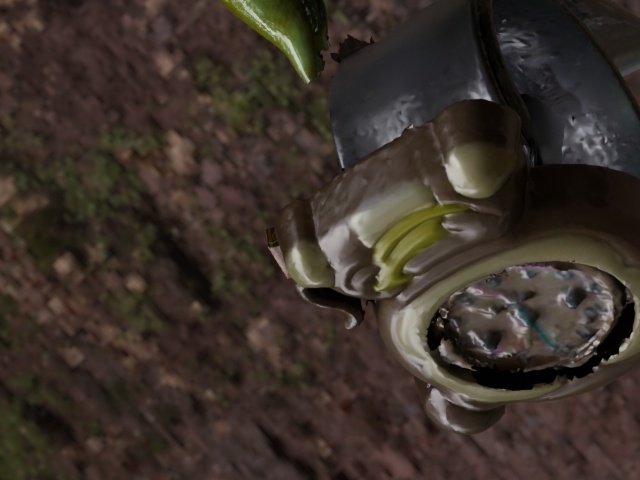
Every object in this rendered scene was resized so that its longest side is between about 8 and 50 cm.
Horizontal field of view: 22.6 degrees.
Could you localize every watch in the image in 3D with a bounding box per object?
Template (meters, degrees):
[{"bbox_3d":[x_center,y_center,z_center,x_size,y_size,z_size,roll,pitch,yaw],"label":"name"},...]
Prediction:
[{"bbox_3d":[0.140,-0.067,1.286,0.335,0.314,0.327,33,-142,-35],"label":"watch"}]

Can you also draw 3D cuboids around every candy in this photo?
[{"bbox_3d":[0.236,-0.211,1.582,0.174,0.138,0.071,44,147,39],"label":"candy"}]

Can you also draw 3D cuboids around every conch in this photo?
[{"bbox_3d":[-0.051,-0.211,1.200,0.201,0.079,0.095,54,-145,-5],"label":"conch"}]

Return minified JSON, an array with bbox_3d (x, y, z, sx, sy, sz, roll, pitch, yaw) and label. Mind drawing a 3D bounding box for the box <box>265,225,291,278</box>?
[{"bbox_3d":[0.000,0.000,1.364,0.051,0.082,0.023,61,-165,-51],"label":"box"}]
